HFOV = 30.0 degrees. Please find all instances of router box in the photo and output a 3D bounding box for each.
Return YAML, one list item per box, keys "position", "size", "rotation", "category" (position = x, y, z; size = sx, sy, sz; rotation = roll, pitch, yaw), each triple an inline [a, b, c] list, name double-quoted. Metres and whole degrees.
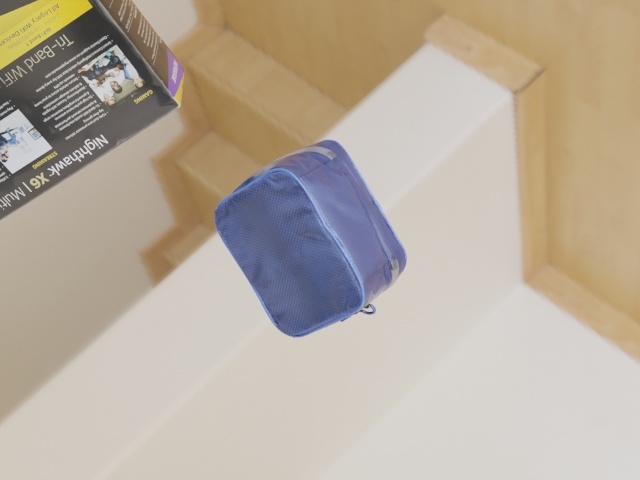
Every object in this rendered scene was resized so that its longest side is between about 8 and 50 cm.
- position: [-0.303, -0.136, 0.954]
  size: [0.243, 0.308, 0.081]
  rotation: [54, -166, -27]
  category: "router box"

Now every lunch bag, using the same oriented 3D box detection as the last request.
- position: [0.000, 0.000, 0.635]
  size: [0.067, 0.065, 0.098]
  rotation: [-25, 98, 36]
  category: "lunch bag"
